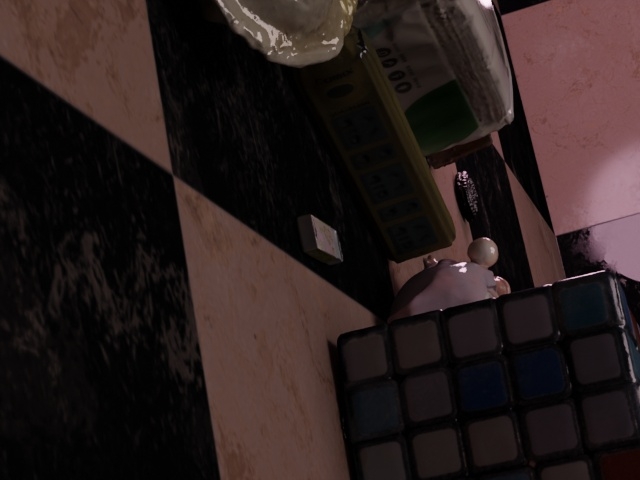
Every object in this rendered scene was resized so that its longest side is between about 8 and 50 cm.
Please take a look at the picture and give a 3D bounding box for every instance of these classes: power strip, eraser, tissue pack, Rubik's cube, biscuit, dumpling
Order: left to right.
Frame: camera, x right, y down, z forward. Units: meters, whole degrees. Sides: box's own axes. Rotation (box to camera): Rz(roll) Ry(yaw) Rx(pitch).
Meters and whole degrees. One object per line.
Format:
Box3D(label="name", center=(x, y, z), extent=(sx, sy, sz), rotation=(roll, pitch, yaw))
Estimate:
Box3D(label="dumpling", center=(-0.065, -0.239, 1.248), extent=(0.166, 0.126, 0.215), rotation=(-60, 137, -48))
Box3D(label="eraser", center=(0.000, 0.000, 1.416), extent=(0.083, 0.019, 0.038), rotation=(33, 42, -69))
Box3D(label="power strip", center=(0.059, -0.112, 1.607), extent=(0.066, 0.092, 0.387), rotation=(-95, 161, -45))
Box3D(label="tissue pack", center=(0.116, -0.300, 1.811), extent=(0.356, 0.194, 0.266), rotation=(51, 27, -60))
Box3D(label="biscuit", center=(0.251, -0.075, 2.389), extent=(0.087, 0.027, 0.089), rotation=(-2, 76, -74))
Box3D(label="Rubik's cube", center=(0.206, 0.226, 1.413), extent=(0.287, 0.293, 0.291), rotation=(42, 34, -64))

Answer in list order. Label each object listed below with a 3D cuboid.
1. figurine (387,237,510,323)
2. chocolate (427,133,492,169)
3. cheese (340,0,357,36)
Box3D(label="figurine", center=(0.158, 0.086, 1.691), extent=(0.276, 0.133, 0.200), rotation=(-33, 137, -78))
Box3D(label="chocolate", center=(0.170, -0.272, 2.138), extent=(0.112, 0.112, 0.321), rotation=(-88, 157, -56))
Box3D(label="cheese", center=(-0.015, -0.271, 1.437), extent=(0.123, 0.094, 0.167), rotation=(42, 39, -22))
